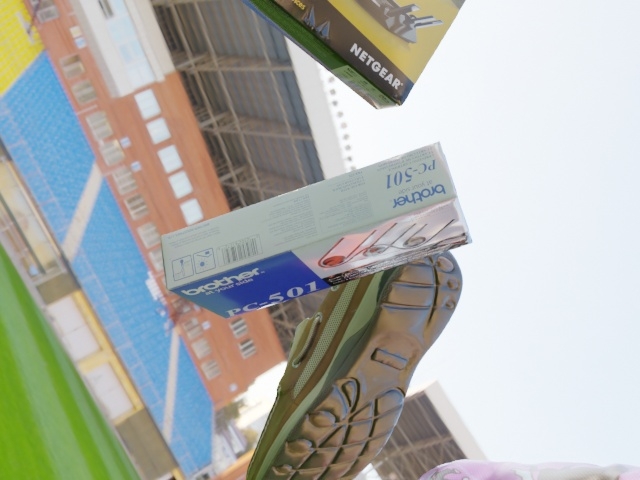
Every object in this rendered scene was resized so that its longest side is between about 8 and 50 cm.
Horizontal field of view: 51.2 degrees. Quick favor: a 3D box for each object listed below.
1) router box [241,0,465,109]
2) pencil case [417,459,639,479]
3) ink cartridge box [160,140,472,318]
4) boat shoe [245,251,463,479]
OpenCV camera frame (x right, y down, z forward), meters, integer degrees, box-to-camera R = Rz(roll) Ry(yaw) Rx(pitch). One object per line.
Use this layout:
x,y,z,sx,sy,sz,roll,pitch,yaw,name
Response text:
0.042,-0.364,0.891,0.309,0.243,0.081,33,-7,-23,router box
0.225,0.180,0.334,0.386,0.160,0.167,-19,-48,38,pencil case
0.000,0.000,0.487,0.097,0.207,0.046,45,29,-64,ink cartridge box
0.025,0.133,0.712,0.122,0.324,0.120,33,2,-35,boat shoe
